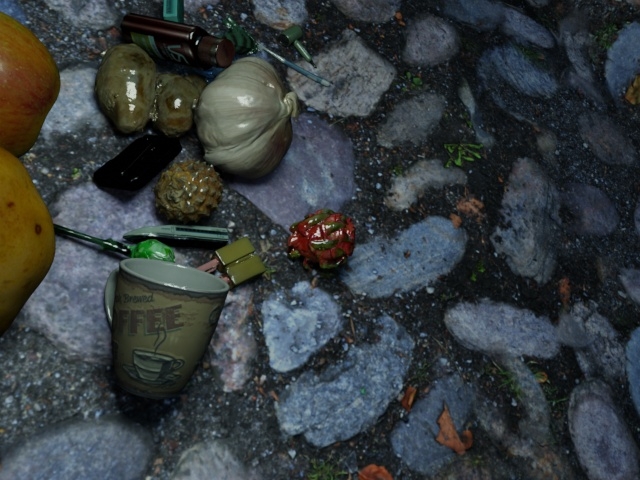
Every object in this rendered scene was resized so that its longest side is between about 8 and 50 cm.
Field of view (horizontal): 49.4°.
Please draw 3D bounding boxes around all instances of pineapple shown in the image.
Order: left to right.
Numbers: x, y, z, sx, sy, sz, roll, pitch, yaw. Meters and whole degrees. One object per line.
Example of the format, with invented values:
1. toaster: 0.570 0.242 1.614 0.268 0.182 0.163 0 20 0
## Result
1. pineapple: -0.313 -0.124 1.696 0.166 0.166 0.193 51 26 3

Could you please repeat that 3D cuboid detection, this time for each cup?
1. cup: -0.362 0.174 1.463 0.227 0.301 0.256 11 99 -55

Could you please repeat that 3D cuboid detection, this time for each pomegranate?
1. pomegranate: -0.698 0.005 1.269 0.417 0.417 0.416 14 59 -24

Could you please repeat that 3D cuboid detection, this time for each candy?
1. candy: -0.487 0.007 1.573 0.324 0.097 0.097 19 56 -11

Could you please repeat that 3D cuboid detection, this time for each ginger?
1. ginger: -0.416 -0.366 1.775 0.304 0.155 0.244 16 50 -32

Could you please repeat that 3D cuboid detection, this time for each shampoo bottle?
1. shampoo bottle: -0.363 -0.501 1.774 0.323 0.129 0.084 21 63 29

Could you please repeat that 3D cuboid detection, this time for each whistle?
1. whistle: -0.279 -0.477 1.950 0.269 0.093 0.180 47 44 8

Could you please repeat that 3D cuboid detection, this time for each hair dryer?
1. hair dryer: -0.061 -0.596 2.172 0.150 0.047 0.071 51 52 -10

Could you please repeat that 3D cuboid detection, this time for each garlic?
1. garlic: -0.183 -0.315 1.800 0.241 0.322 0.322 28 49 17

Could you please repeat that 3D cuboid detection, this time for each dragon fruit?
1. dragon fruit: 0.000 0.000 1.818 0.172 0.166 0.160 7 43 -4

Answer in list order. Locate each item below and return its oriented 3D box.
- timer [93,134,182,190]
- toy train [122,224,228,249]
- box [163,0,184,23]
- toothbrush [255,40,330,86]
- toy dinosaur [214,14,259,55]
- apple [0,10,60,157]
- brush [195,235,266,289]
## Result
1. timer: -0.438 -0.193 1.667 0.187 0.144 0.055 -53 139 -39
2. toy train: -0.348 -0.015 1.671 0.252 0.055 0.048 5 62 -29
3. box: -0.403 -0.645 1.915 0.042 0.162 0.229 -3 65 -5
4. toothbrush: -0.092 -0.536 2.127 0.276 0.019 0.025 26 60 -16
5. toy dinosaur: -0.255 -0.568 1.936 0.120 0.079 0.292 45 22 12
6. apple: -0.720 -0.314 1.446 0.340 0.339 0.339 14 59 -24
7. brush: -0.250 0.080 1.685 0.233 0.047 0.103 -26 80 -36
